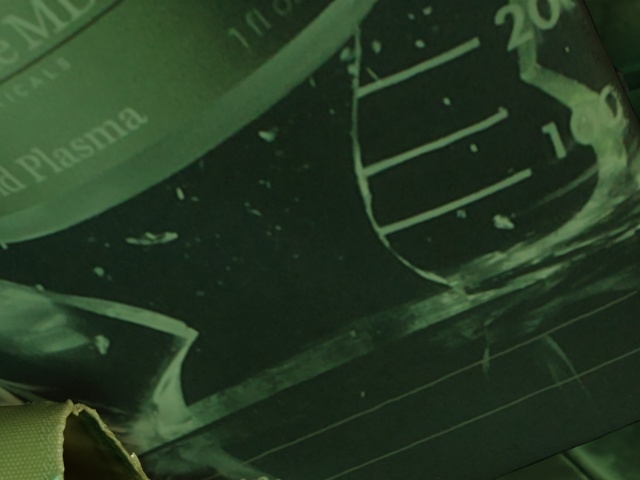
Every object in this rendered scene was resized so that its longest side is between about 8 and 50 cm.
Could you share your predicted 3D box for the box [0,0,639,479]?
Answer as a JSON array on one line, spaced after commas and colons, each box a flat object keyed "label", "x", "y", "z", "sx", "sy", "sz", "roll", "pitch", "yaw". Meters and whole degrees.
[{"label": "box", "x": -0.153, "y": -0.091, "z": 0.540, "sx": 0.479, "sy": 0.297, "sz": 0.472, "roll": -25, "pitch": 124, "yaw": 14}]

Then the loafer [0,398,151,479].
[{"label": "loafer", "x": -0.059, "y": 0.153, "z": 0.487, "sx": 0.092, "sy": 0.102, "sz": 0.268, "roll": -26, "pitch": 128, "yaw": 22}]
